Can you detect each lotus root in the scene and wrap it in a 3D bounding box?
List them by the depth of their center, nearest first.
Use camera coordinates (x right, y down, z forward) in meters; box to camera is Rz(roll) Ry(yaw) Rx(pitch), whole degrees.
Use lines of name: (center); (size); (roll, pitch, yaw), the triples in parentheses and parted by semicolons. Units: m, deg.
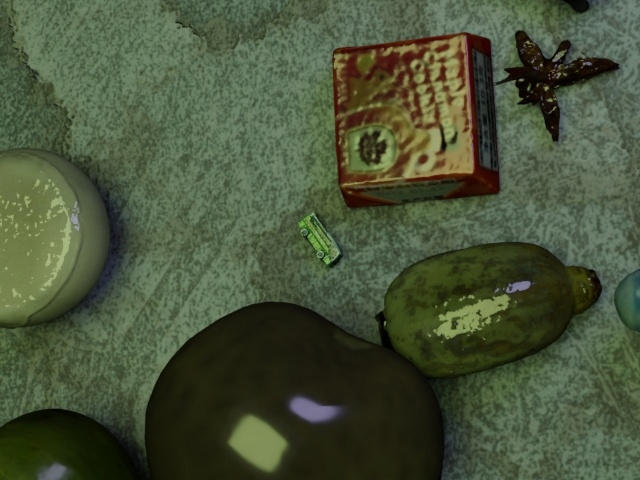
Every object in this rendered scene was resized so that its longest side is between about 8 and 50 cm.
lotus root: (0.228, 0.088, 1.643); (0.309, 0.173, 0.173); (-17, 78, 9)

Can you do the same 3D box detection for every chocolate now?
chocolate: (0.131, -0.177, 1.726); (0.235, 0.108, 0.237); (-4, 81, 17)

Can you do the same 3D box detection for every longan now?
longan: (-0.041, 0.275, 1.608); (0.405, 0.336, 0.404); (1, 96, 14)

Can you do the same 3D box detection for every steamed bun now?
steamed bun: (-0.455, -0.003, 1.870); (0.283, 0.177, 0.282); (-1, 85, 15)

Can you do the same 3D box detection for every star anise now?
star anise: (0.308, -0.236, 1.655); (0.158, 0.144, 0.140); (31, 86, 21)

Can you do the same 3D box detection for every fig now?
fig: (-0.382, 0.406, 1.747); (0.316, 0.316, 0.316); (-2, 83, 19)

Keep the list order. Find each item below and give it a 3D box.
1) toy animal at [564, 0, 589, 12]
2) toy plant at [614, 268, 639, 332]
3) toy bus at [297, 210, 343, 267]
toy animal: (0.281, -0.408, 1.686); (0.270, 0.137, 0.082); (30, 97, 12)
toy plant: (0.537, 0.066, 1.498); (0.332, 0.247, 0.247); (-2, 83, 21)
toy bus: (0.000, 0.000, 1.790); (0.037, 0.031, 0.083); (-36, 73, 2)
